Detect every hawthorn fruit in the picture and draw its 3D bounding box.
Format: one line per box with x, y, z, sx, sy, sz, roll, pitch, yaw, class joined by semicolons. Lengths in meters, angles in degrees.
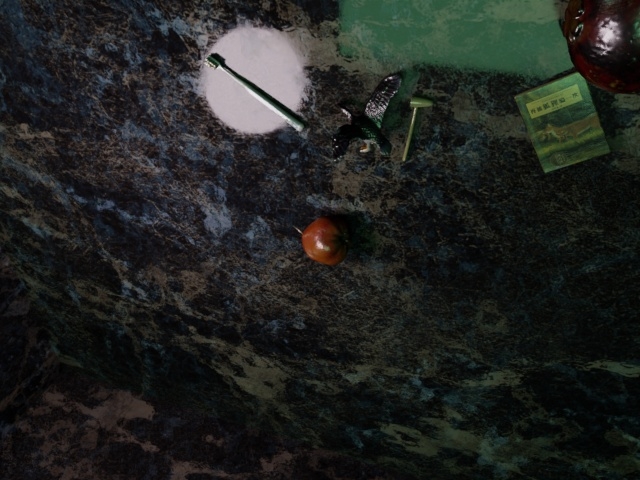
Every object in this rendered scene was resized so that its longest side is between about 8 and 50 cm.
0.000;0.000;1.589;0.203;0.163;0.163;-4;125;43;hawthorn fruit

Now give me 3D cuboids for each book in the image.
0.602;-0.290;1.205;0.160;0.024;0.228;-17;118;34;book

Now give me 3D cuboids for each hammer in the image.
0.261;-0.302;1.335;0.060;0.028;0.195;11;132;5;hammer

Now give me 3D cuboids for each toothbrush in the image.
-0.190;-0.427;1.409;0.342;0.030;0.025;34;135;-8;toothbrush

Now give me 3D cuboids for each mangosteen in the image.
0.632;-0.431;0.927;0.310;0.311;0.312;11;128;14;mangosteen

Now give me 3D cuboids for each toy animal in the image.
0.104;-0.308;1.328;0.197;0.272;0.160;30;164;48;toy animal
